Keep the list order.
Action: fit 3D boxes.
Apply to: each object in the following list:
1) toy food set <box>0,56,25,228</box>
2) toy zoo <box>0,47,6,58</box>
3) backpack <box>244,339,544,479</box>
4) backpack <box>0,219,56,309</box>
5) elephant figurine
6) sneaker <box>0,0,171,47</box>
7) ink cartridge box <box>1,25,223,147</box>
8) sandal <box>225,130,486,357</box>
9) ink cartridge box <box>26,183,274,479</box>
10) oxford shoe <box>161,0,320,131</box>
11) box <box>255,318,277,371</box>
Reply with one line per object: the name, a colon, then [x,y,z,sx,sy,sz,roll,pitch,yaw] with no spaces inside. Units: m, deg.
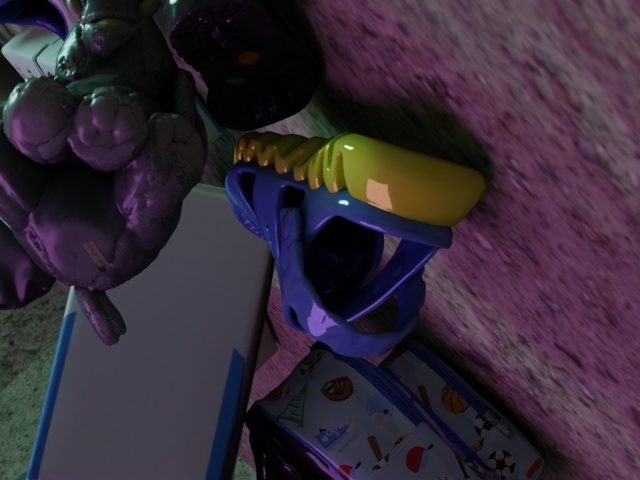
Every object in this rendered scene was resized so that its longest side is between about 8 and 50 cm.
toy food set: [-0.283,-0.090,1.698,0.220,0.092,0.306,42,-161,18]
toy zoo: [-0.480,-0.270,1.981,0.192,0.030,0.293,46,-173,0]
backpack: [0.062,0.209,1.494,0.263,0.213,0.276,38,159,6]
backpack: [-0.459,-0.051,2.185,0.290,0.273,0.355,51,-160,-10]
elephant figurine: [-0.142,-0.091,1.128,0.169,0.186,0.239,36,-152,-18]
sneaker: [-0.234,-0.237,1.231,0.296,0.131,0.112,45,170,13]
ink cartridge box: [-0.199,-0.142,1.523,0.148,0.086,0.203,52,166,-25]
sandal: [0.000,0.000,1.124,0.126,0.138,0.317,16,178,-15]
ink cartridge box: [-0.146,0.114,1.550,0.166,0.285,0.395,12,171,0]
oxford shoe: [-0.056,-0.145,1.097,0.227,0.083,0.096,66,-177,-68]
box: [-0.160,0.079,2.028,0.148,0.121,0.311,42,168,22]
